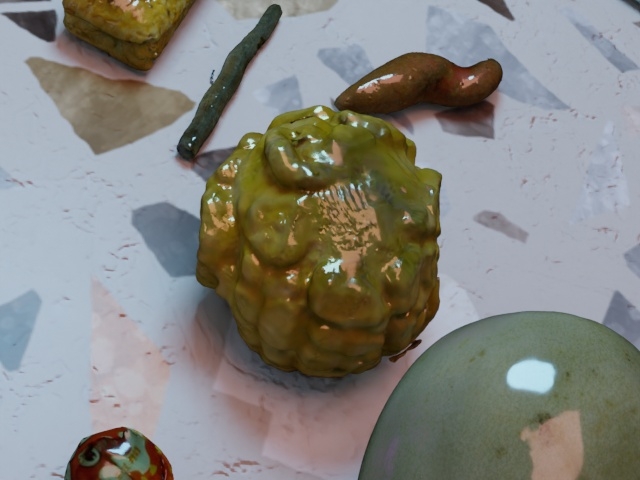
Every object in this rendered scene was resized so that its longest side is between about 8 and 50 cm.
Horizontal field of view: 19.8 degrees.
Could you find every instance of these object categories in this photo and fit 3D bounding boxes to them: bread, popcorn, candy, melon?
[{"bbox_3d":[-0.168,-0.265,1.807,0.114,0.083,0.211,29,51,-3],"label":"bread"},{"bbox_3d":[0.000,0.000,1.608,0.250,0.190,0.250,18,50,-23],"label":"popcorn"},{"bbox_3d":[-0.084,0.254,1.457,0.288,0.084,0.078,40,47,2],"label":"candy"},{"bbox_3d":[0.158,0.222,1.442,0.268,0.268,0.330,11,72,-12],"label":"melon"}]

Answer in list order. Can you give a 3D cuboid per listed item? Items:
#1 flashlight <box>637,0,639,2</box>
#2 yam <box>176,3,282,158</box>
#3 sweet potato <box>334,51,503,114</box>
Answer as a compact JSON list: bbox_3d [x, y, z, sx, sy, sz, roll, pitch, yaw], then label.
[{"bbox_3d":[0.393,-0.268,2.043,0.200,0.047,0.093,36,48,11],"label":"flashlight"},{"bbox_3d":[-0.089,-0.162,1.796,0.027,0.029,0.234,46,45,-19],"label":"yam"},{"bbox_3d":[0.102,-0.160,1.845,0.202,0.058,0.055,-10,38,-25],"label":"sweet potato"}]
